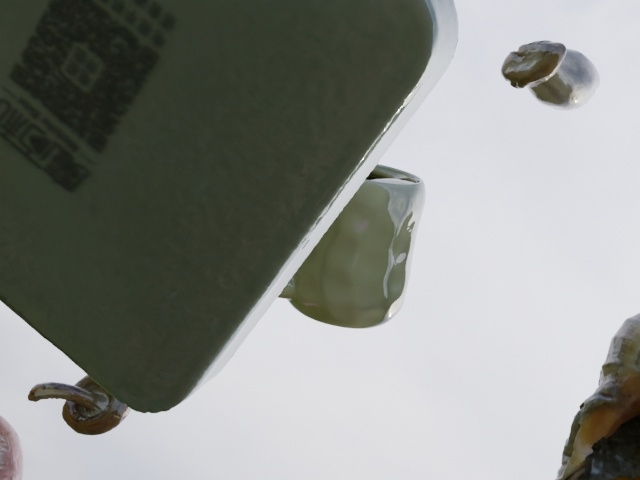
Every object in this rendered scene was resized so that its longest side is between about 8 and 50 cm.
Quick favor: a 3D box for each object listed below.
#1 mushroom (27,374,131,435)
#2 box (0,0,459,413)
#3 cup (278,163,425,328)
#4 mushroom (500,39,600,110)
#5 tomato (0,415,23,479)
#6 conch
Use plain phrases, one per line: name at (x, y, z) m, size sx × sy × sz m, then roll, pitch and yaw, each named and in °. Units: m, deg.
mushroom at (-0.308, 0.206, 1.267) m, size 0.129 × 0.088 × 0.073 m, roll 11°, pitch -34°, yaw -15°
box at (-0.145, -0.113, 0.677) m, size 0.367 × 0.090 × 0.373 m, roll 40°, pitch -65°, yaw 5°
cup at (0.016, 0.006, 1.304) m, size 0.173 × 0.255 × 0.202 m, roll 21°, pitch -73°, yaw 36°
mushroom at (0.335, -0.235, 1.416) m, size 0.097 × 0.212 × 0.088 m, roll 28°, pitch -74°, yaw 34°
tomato at (-0.619, 0.362, 1.713) m, size 0.214 × 0.155 × 0.180 m, roll -7°, pitch -15°, yaw 22°
conch at (0.505, 0.268, 1.431) m, size 0.210 × 0.352 × 0.297 m, roll 25°, pitch 6°, yaw -8°
